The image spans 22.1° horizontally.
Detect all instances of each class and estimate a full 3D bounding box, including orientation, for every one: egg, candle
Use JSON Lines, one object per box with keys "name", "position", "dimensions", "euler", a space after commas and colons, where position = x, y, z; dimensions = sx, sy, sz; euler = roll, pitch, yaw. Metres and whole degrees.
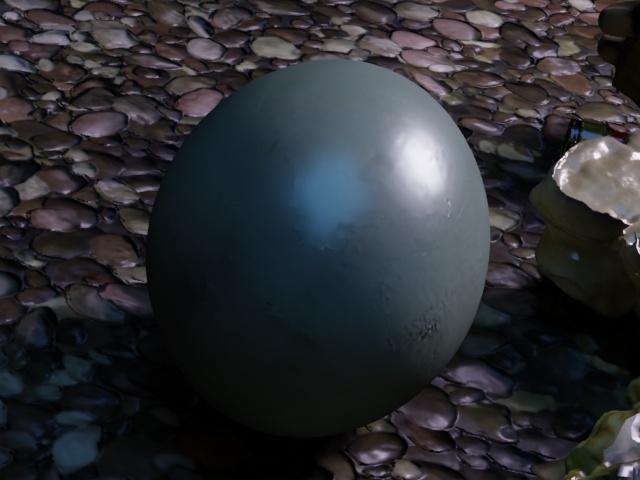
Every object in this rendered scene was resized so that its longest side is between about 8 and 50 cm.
{"name": "egg", "position": [0.000, 0.000, 0.980], "dimensions": [0.203, 0.203, 0.282], "euler": [12, 35, 3]}
{"name": "candle", "position": [0.256, -0.058, 1.302], "dimensions": [0.131, 0.052, 0.052], "euler": [15, 31, 6]}

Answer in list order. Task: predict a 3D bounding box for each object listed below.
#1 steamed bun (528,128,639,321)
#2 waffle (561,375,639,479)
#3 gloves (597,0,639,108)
{"name": "steamed bun", "position": [0.249, 0.006, 1.149], "dimensions": [0.177, 0.106, 0.192], "euler": [35, 47, 28]}
{"name": "waffle", "position": [0.252, 0.157, 0.945], "dimensions": [0.223, 0.054, 0.204], "euler": [24, 33, 22]}
{"name": "gloves", "position": [0.399, -0.141, 1.333], "dimensions": [0.357, 0.203, 0.155], "euler": [14, 8, 1]}
